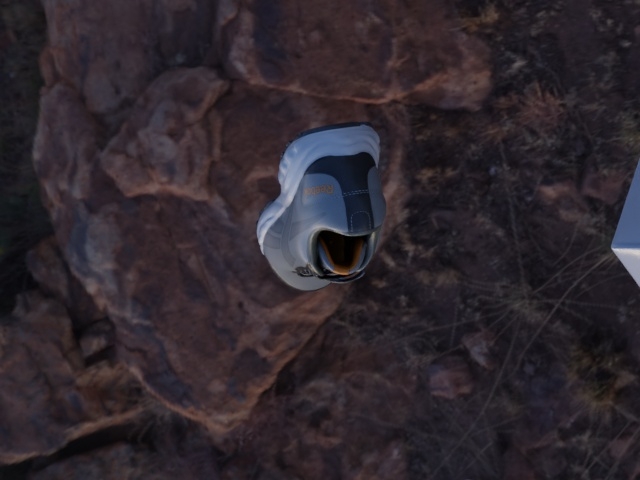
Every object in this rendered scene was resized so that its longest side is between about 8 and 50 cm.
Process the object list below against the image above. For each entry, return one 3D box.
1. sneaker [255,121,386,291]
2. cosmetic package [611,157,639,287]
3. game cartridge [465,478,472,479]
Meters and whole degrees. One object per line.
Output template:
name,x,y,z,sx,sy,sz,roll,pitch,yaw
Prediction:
sneaker,0.000,0.000,0.731,0.271,0.100,0.108,107,151,-66
cosmetic package,0.582,-0.114,1.094,0.161,0.453,0.230,-1,144,47
game cartridge,0.177,0.457,0.945,0.196,0.060,0.294,41,115,26
